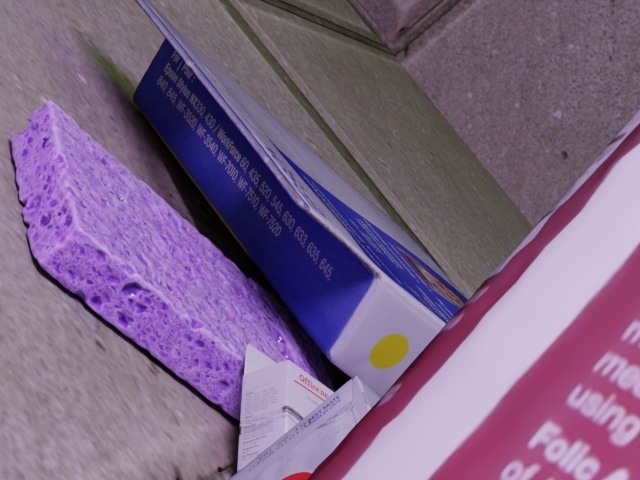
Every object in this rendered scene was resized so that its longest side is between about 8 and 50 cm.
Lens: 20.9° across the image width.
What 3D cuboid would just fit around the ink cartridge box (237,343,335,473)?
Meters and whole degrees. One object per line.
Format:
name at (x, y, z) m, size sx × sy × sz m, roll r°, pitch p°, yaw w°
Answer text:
ink cartridge box at (-0.012, 0.089, 0.799) m, size 0.048 × 0.028 × 0.083 m, roll 39°, pitch 41°, yaw -42°

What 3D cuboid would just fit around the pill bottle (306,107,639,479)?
pill bottle at (0.127, 0.080, 0.414) m, size 0.224 × 0.392 × 0.224 m, roll 42°, pitch -9°, yaw 8°

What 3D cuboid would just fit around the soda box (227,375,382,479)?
soda box at (0.077, 0.186, 0.743) m, size 0.286 × 0.098 × 0.091 m, roll 42°, pitch 14°, yaw -31°

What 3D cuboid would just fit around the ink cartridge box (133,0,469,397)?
ink cartridge box at (0.000, 0.000, 1.027) m, size 0.307 × 0.072 × 0.303 m, roll 37°, pitch 9°, yaw -40°

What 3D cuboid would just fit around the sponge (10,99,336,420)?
sponge at (-0.066, 0.029, 0.859) m, size 0.210 × 0.031 × 0.117 m, roll 43°, pitch 14°, yaw -34°
